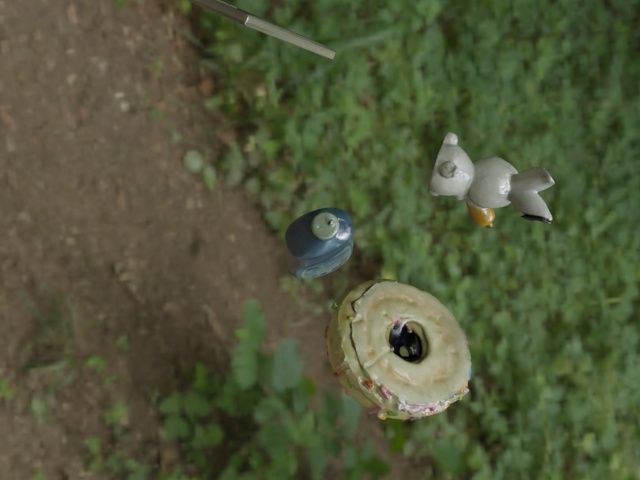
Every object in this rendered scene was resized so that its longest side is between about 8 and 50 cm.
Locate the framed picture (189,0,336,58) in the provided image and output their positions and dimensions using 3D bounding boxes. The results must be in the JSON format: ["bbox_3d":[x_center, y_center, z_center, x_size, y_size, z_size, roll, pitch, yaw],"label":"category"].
[{"bbox_3d":[-0.124,-0.346,1.763,0.289,0.211,0.020,2,114,-64],"label":"framed picture"}]

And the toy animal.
[{"bbox_3d":[0.250,-0.071,1.689,0.127,0.182,0.131,-61,167,-73],"label":"toy animal"}]

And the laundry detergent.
[{"bbox_3d":[0.000,0.001,1.520,0.206,0.097,0.061,103,-26,-78],"label":"laundry detergent"}]

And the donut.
[{"bbox_3d":[0.082,0.122,1.264,0.068,0.175,0.174,129,-35,-49],"label":"donut"}]
